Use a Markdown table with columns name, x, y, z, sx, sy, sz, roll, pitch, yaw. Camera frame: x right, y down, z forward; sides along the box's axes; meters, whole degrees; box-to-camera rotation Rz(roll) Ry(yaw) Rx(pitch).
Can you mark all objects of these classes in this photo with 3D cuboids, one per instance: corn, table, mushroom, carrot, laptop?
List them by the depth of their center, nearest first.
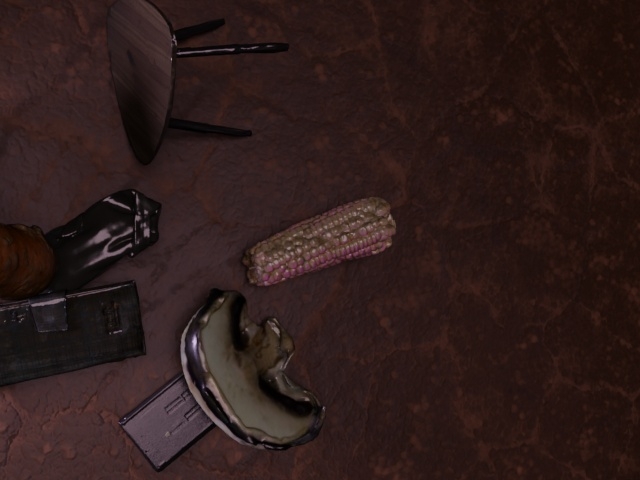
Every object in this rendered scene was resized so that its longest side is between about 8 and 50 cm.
| name | x | y | z | sx | sy | sz | roll | pitch | yaw |
| --- | --- | --- | --- | --- | --- | --- | --- | --- | --- |
| carrot | -0.523 | 0.034 | 1.156 | 0.138 | 0.302 | 0.139 | 0 | 87 | 4 |
| table | -0.241 | -0.314 | 1.396 | 0.249 | 0.317 | 0.318 | -12 | 89 | -33 |
| laptop | -0.281 | 0.348 | 1.413 | 0.197 | 0.016 | 0.135 | -38 | 99 | -18 |
| mushroom | -0.144 | 0.265 | 1.417 | 0.344 | 0.130 | 0.247 | 47 | 48 | -12 |
| corn | 0.000 | 0.002 | 1.491 | 0.335 | 0.126 | 0.127 | -17 | 91 | -16 |

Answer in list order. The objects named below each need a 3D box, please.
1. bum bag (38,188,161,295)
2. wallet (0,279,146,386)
| name | x | y | z | sx | sy | sz | roll | pitch | yaw |
| --- | --- | --- | --- | --- | --- | --- | --- | --- | --- |
| bum bag | -0.441 | 0.019 | 1.352 | 0.326 | 0.080 | 0.142 | -31 | 88 | -6 |
| wallet | -0.488 | 0.174 | 1.311 | 0.316 | 0.044 | 0.169 | -10 | 116 | -18 |
